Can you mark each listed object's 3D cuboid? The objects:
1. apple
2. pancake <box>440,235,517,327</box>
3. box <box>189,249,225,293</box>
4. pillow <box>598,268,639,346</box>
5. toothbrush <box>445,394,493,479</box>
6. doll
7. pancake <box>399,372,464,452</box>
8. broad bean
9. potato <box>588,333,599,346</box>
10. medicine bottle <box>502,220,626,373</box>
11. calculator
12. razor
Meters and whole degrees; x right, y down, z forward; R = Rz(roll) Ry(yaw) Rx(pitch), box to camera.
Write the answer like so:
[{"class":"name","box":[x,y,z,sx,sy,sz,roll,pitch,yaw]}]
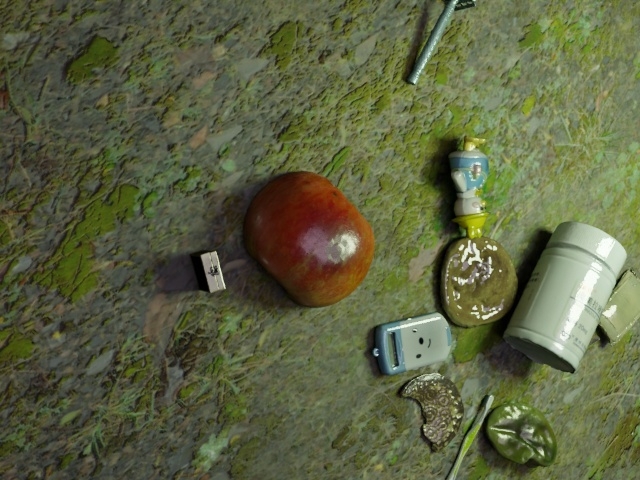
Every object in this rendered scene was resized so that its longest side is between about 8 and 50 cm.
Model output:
[{"class":"apple","box":[0.000,0.000,1.465,0.251,0.163,0.293,-47,110,-16]},{"class":"pancake","box":[0.385,0.104,1.711,0.241,0.050,0.242,0,90,-24]},{"class":"box","box":[-0.224,0.061,1.402,0.035,0.083,0.080,-17,97,-24]},{"class":"pillow","box":[0.820,0.182,1.917,0.208,0.053,0.119,-40,103,-19]},{"class":"toothbrush","box":[0.360,0.495,1.717,0.022,0.026,0.263,32,77,-16]},{"class":"doll","box":[0.353,-0.124,1.669,0.098,0.135,0.241,-5,92,3]},{"class":"pancake","box":[0.264,0.409,1.675,0.184,0.020,0.191,4,88,-26]},{"class":"broad bean","box":[0.507,0.487,1.763,0.206,0.072,0.153,39,63,-19]},{"class":"potato","box":[0.700,0.271,1.877,0.093,0.036,0.037,-18,61,-42]},{"class":"medicine bottle","box":[0.603,0.136,1.738,0.189,0.190,0.332,34,77,-22]},{"class":"calculator","box":[0.212,0.239,1.637,0.210,0.039,0.121,-9,93,-24]},{"class":"razor","box":[0.262,-0.468,1.632,0.068,0.106,0.232,28,88,-23]}]
